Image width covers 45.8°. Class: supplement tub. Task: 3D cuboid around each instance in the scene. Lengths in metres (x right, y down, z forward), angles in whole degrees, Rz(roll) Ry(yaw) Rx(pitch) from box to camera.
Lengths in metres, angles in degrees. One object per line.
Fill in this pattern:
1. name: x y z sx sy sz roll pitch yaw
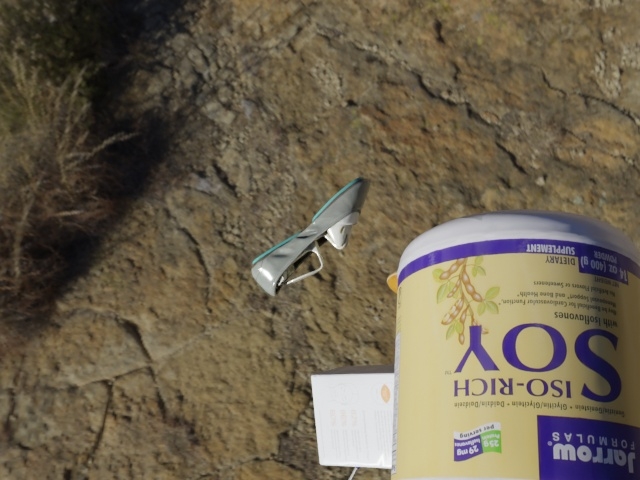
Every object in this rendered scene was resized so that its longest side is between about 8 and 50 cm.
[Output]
1. supplement tub: 0.187 0.163 0.711 0.241 0.241 0.331 -7 65 25

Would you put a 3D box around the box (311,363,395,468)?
1. box: 0.085 0.244 1.063 0.170 0.091 0.130 -7 86 33

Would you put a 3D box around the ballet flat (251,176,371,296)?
1. ballet flat: 0.000 0.000 1.060 0.213 0.072 0.068 -38 77 6

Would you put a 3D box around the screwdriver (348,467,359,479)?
1. screwdriver: 0.063 0.410 1.339 0.025 0.024 0.170 34 126 27

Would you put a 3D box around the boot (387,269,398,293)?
1. boot: 0.223 0.159 1.360 0.295 0.104 0.211 -2 68 42
